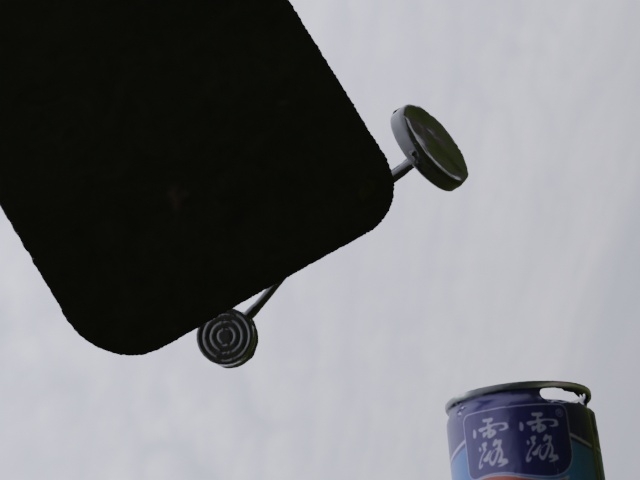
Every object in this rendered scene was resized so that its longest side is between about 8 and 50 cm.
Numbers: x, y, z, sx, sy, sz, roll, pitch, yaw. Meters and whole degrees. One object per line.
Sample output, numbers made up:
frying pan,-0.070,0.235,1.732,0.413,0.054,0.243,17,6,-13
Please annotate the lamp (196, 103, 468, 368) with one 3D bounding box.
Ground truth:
lamp,-0.004,-0.006,1.369,0.371,0.130,0.108,-35,-11,4

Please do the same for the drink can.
drink can,0.131,0.208,0.738,0.097,0.097,0.235,44,-141,-63

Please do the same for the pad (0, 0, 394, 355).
pad,-0.162,-0.107,0.790,0.315,0.375,0.063,-27,-7,-29
